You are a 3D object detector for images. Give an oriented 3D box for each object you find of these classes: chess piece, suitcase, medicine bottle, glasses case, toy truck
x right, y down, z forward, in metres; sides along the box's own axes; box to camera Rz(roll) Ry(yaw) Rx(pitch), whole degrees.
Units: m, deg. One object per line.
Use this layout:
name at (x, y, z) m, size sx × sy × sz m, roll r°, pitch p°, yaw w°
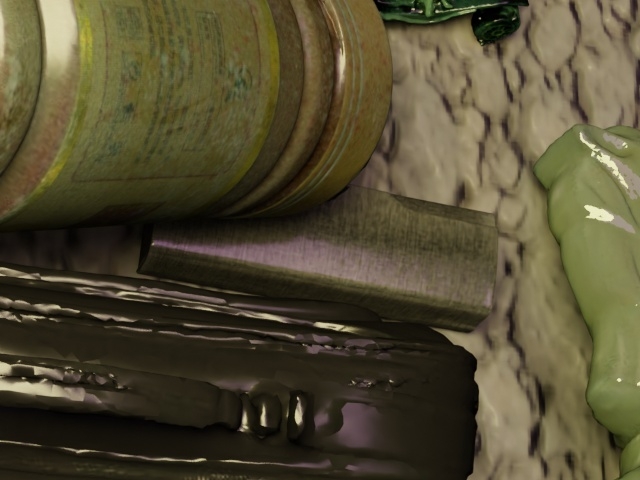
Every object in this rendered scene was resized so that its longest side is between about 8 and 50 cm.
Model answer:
chess piece at (0.222, 0.066, 1.057) m, size 0.176 × 0.176 × 0.298 m, roll 4°, pitch 58°, yaw -15°
suitcase at (-0.120, 0.115, 0.824) m, size 0.345 × 0.339 × 0.188 m, roll 9°, pitch 74°, yaw -14°
medicine bottle at (-0.102, -0.081, 0.855) m, size 0.322 × 0.151 × 0.151 m, roll -5°, pitch 68°, yaw -61°
glasses case at (0.000, 0.000, 1.054) m, size 0.205 × 0.047 × 0.070 m, roll 11°, pitch 68°, yaw -12°
toy truck at (0.057, -0.172, 1.111) m, size 0.154 × 0.078 × 0.080 m, roll -1°, pitch 71°, yaw -16°
